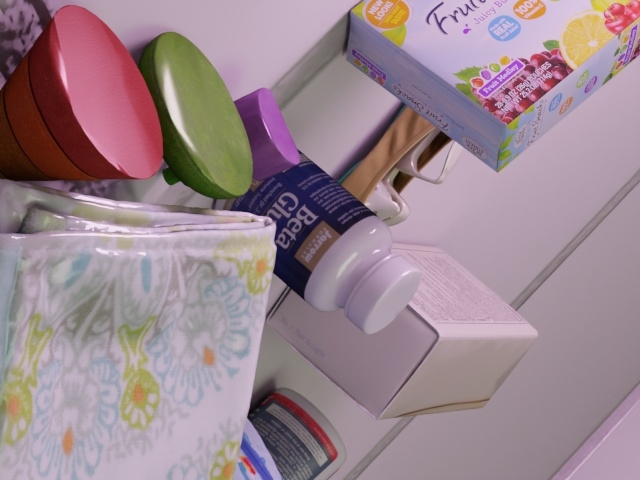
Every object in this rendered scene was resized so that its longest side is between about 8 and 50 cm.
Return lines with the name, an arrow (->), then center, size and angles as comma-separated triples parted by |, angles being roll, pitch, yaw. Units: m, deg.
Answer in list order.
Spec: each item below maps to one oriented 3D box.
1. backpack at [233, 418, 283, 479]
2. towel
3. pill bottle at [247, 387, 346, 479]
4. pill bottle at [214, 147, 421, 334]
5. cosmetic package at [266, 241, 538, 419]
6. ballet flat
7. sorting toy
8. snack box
backpack -> -0.131, 0.292, 1.634 | 0.273, 0.355, 0.290 | -29, 168, -48
towel -> -0.163, 0.150, 1.346 | 0.320, 0.090, 0.374 | 4, 99, -57
pill bottle -> -0.070, 0.247, 2.029 | 0.180, 0.108, 0.108 | -42, 158, -21
pill bottle -> 0.000, 0.000, 1.643 | 0.094, 0.169, 0.094 | -42, 158, -21
cosmetic package -> 0.092, 0.089, 2.011 | 0.113, 0.160, 0.309 | -54, 158, 14
ballet flat -> 0.071, -0.061, 1.823 | 0.232, 0.073, 0.080 | -51, 159, 5
sorting toy -> -0.139, -0.068, 1.383 | 0.126, 0.127, 0.365 | -24, 170, 19
snack box -> 0.153, -0.178, 1.641 | 0.207, 0.174, 0.070 | -38, 154, -28
